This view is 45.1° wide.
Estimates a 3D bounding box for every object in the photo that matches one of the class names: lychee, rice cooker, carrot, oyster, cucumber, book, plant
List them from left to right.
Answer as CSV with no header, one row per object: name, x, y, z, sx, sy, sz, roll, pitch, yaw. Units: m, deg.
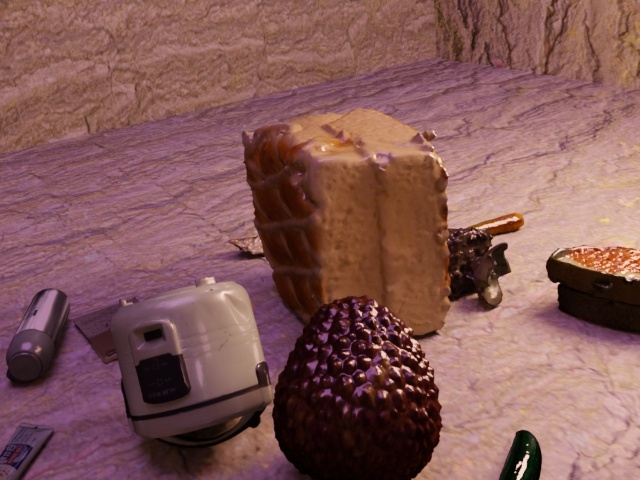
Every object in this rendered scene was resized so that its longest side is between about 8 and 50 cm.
book,-0.389,0.171,1.507,0.138,0.016,0.198,-19,27,-28
rice cooker,-0.193,0.185,1.146,0.225,0.244,0.226,-14,0,0
oyster,-0.131,0.007,1.813,0.145,0.045,0.121,-1,10,10
lychee,0.046,0.211,1.031,0.235,0.272,0.236,-1,-18,0
plant,0.278,0.045,1.504,0.131,0.143,0.203,-13,13,-40
carrot,0.384,-0.026,1.756,0.170,0.042,0.042,-16,25,-16
cucumber,0.242,0.321,0.958,0.056,0.056,0.284,3,25,20

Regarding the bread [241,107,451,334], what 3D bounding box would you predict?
bread,0.049,-0.040,1.445,0.279,0.372,0.390,-15,25,-18

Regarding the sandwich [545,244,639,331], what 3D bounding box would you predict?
sandwich,0.555,0.081,1.386,0.291,0.109,0.212,4,18,17

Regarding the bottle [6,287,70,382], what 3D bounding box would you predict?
bottle,-0.535,0.179,1.454,0.096,0.079,0.254,-43,22,9

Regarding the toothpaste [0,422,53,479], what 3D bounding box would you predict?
toothpaste,-0.457,0.335,1.120,0.060,0.038,0.233,0,21,4
